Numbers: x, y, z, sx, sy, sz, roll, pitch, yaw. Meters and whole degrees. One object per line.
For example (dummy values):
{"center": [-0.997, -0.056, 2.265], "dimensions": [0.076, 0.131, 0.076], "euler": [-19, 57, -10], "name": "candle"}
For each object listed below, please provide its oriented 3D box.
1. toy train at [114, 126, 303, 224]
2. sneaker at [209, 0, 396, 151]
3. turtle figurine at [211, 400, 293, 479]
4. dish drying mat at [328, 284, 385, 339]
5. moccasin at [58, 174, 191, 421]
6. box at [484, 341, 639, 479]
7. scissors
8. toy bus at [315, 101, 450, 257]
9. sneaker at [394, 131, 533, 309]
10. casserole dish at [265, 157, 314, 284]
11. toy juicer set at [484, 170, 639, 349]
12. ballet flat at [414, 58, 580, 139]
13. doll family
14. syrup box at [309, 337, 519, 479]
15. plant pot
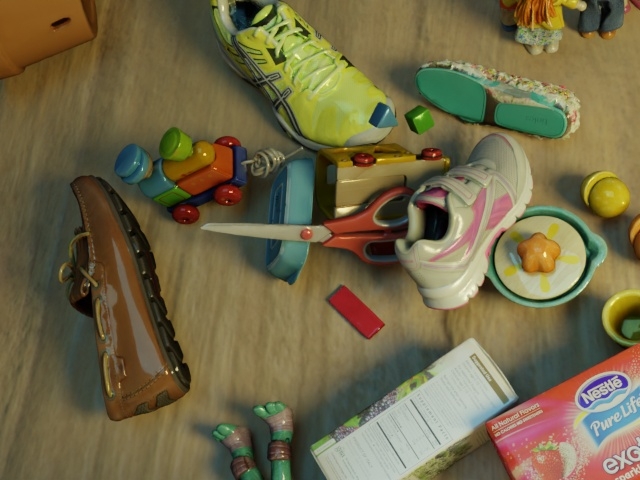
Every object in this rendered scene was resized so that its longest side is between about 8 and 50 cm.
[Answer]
{"center": [-0.165, -0.120, 1.118], "dimensions": [0.248, 0.143, 0.105], "euler": [-21, 60, 32], "name": "toy train"}
{"center": [-0.048, -0.264, 1.177], "dimensions": [0.385, 0.147, 0.145], "euler": [39, 81, 27], "name": "sneaker"}
{"center": [-0.069, 0.322, 0.938], "dimensions": [0.175, 0.118, 0.234], "euler": [-19, 51, 10], "name": "turtle figurine"}
{"center": [0.049, 0.098, 1.063], "dimensions": [0.032, 0.008, 0.083], "euler": [-44, 61, -6], "name": "dish drying mat"}
{"center": [-0.305, 0.073, 1.125], "dimensions": [0.147, 0.139, 0.380], "euler": [-21, 71, -2], "name": "moccasin"}
{"center": [0.325, 0.208, 0.858], "dimensions": [0.257, 0.122, 0.128], "euler": [-28, 61, 4], "name": "box"}
{"center": [0.000, 0.000, 1.015], "dimensions": [0.297, 0.109, 0.021], "euler": [-11, 29, -5], "name": "scissors"}
{"center": [0.090, -0.085, 1.073], "dimensions": [0.191, 0.202, 0.104], "euler": [-46, 31, 2], "name": "toy bus"}
{"center": [0.177, -0.044, 0.969], "dimensions": [0.103, 0.111, 0.252], "euler": [1, 55, 49], "name": "sneaker"}
{"center": [-0.046, -0.031, 1.092], "dimensions": [0.037, 0.114, 0.188], "euler": [12, 66, -18], "name": "casserole dish"}
{"center": [0.290, -0.011, 0.982], "dimensions": [0.329, 0.089, 0.209], "euler": [22, 79, 28], "name": "toy juicer set"}
{"center": [0.252, -0.203, 1.103], "dimensions": [0.241, 0.091, 0.077], "euler": [25, 46, 21], "name": "ballet flat"}
{"center": [0.354, -0.334, 1.069], "dimensions": [0.263, 0.163, 0.118], "euler": [-7, 65, 15], "name": "doll family"}
{"center": [0.118, 0.227, 0.934], "dimensions": [0.237, 0.093, 0.096], "euler": [-35, 61, 0], "name": "syrup box"}
{"center": [-0.508, -0.432, 1.345], "dimensions": [0.204, 0.291, 0.290], "euler": [-9, 63, -6], "name": "plant pot"}
